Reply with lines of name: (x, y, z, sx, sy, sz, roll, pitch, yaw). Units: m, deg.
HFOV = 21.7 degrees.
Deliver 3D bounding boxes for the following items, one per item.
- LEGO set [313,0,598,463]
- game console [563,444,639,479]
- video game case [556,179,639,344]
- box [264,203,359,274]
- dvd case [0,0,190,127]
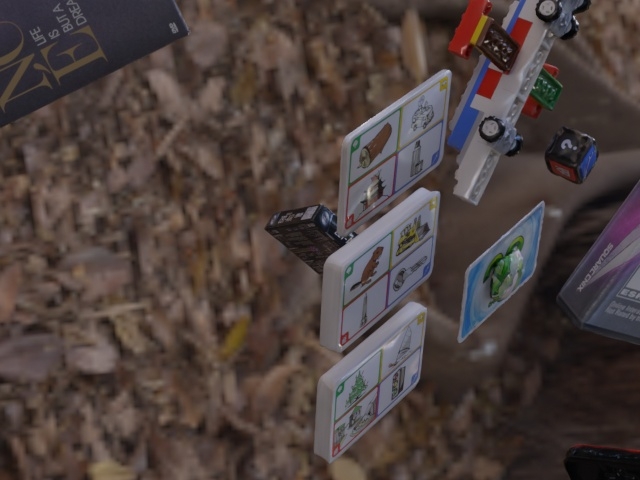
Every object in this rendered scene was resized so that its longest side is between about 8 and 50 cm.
LEGO set: (0.063, -0.032, 0.800, 0.244, 0.060, 0.182, -38, 143, -41)
game console: (0.191, 0.185, 0.879, 0.085, 0.124, 0.144, -62, 139, -34)
video game case: (0.242, -0.057, 0.690, 0.196, 0.274, 0.026, 16, 28, -37)
box: (0.000, 0.000, 1.388, 0.067, 0.083, 0.018, 40, 68, -21)
dvd case: (-0.205, -0.137, 0.959, 0.164, 0.221, 0.018, 65, -2, -37)
